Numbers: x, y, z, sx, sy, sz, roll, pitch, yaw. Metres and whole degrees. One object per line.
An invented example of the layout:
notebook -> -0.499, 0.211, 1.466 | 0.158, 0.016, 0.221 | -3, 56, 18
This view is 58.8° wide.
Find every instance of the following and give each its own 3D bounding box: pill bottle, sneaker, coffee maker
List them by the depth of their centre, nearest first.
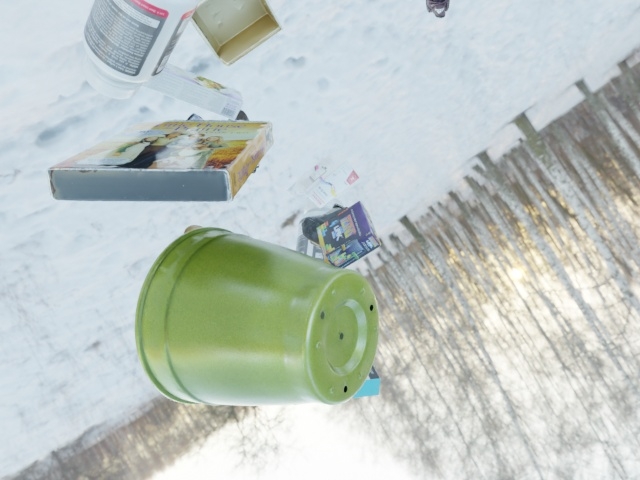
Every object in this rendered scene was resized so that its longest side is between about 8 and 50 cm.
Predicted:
pill bottle -> -0.386, -0.445, 1.182 | 0.176, 0.176, 0.318 | -25, 169, -46
sneaker -> 0.345, -0.686, 1.583 | 0.106, 0.281, 0.162 | -1, 133, 7
coffee maker -> 0.050, -0.050, 1.997 | 0.171, 0.120, 0.178 | 3, -160, 39
pill bottle -> 0.000, 0.000, 2.430 | 0.204, 0.361, 0.204 | 5, 154, 3

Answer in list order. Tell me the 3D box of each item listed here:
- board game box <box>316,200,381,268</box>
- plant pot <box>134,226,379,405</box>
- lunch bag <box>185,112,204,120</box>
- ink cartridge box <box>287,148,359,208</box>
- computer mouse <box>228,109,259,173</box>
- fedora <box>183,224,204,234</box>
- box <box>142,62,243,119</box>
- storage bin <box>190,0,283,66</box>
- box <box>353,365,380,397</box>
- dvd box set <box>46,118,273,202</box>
board game box -> 0.068, -0.011, 1.440 | 0.141, 0.048, 0.170 | -34, -149, 13
plant pot -> -0.091, 0.162, 1.085 | 0.353, 0.366, 0.366 | 3, -164, 35
lunch bag -> -0.328, -0.284, 1.452 | 0.071, 0.053, 0.083 | -48, -156, 11
ink cartridge box -> 0.008, -0.174, 1.731 | 0.198, 0.067, 0.115 | -38, 150, 7
computer mouse -> -0.321, -0.419, 2.331 | 0.072, 0.188, 0.272 | 0, 144, 19
fedora -> -0.302, 0.058, 1.432 | 0.079, 0.194, 0.194 | -24, 177, 20
box -> -0.360, -0.407, 1.488 | 0.324, 0.063, 0.067 | 15, 125, -30
storage bin -> -0.311, -0.784, 1.964 | 0.260, 0.123, 0.262 | -35, 146, 3
box -> 0.037, 0.395, 1.596 | 0.244, 0.060, 0.100 | -3, -156, -12
dvd box set -> -0.274, -0.166, 1.100 | 0.307, 0.062, 0.420 | 1, -158, 5
